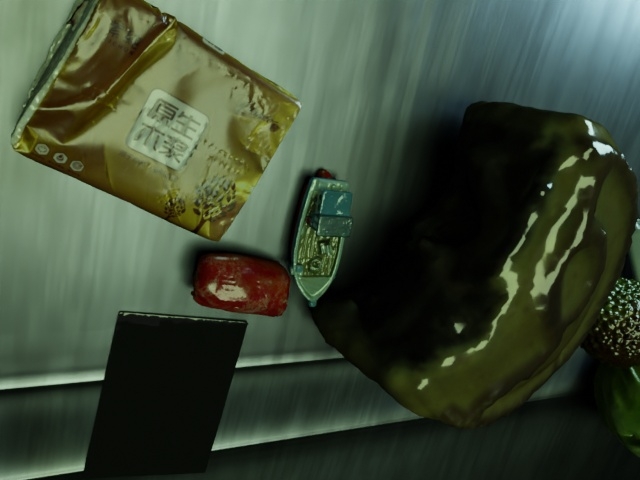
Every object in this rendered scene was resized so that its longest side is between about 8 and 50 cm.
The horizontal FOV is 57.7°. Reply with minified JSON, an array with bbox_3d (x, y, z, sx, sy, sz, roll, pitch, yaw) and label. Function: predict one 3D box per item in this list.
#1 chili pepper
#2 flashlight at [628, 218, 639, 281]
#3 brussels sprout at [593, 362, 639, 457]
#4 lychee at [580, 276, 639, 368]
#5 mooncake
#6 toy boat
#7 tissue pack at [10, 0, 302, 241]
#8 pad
[{"bbox_3d":[-0.098,0.055,0.707,0.123,0.070,0.073,11,123,-31],"label":"chili pepper"},{"bbox_3d":[0.582,0.049,1.032,0.047,0.093,0.200,-47,125,-46],"label":"flashlight"},{"bbox_3d":[0.655,0.292,1.086,0.260,0.227,0.294,-24,129,2],"label":"brussels sprout"},{"bbox_3d":[0.495,0.133,0.981,0.171,0.171,0.171,-10,115,-22],"label":"lychee"},{"bbox_3d":[0.202,0.026,0.741,0.394,0.246,0.393,-15,121,-26],"label":"mooncake"},{"bbox_3d":[0.000,0.000,0.733,0.069,0.059,0.172,3,110,-27],"label":"toy boat"},{"bbox_3d":[-0.161,-0.123,0.585,0.226,0.092,0.183,27,98,-35],"label":"tissue pack"},{"bbox_3d":[-0.200,0.208,0.759,0.170,0.006,0.245,9,107,-27],"label":"pad"}]
